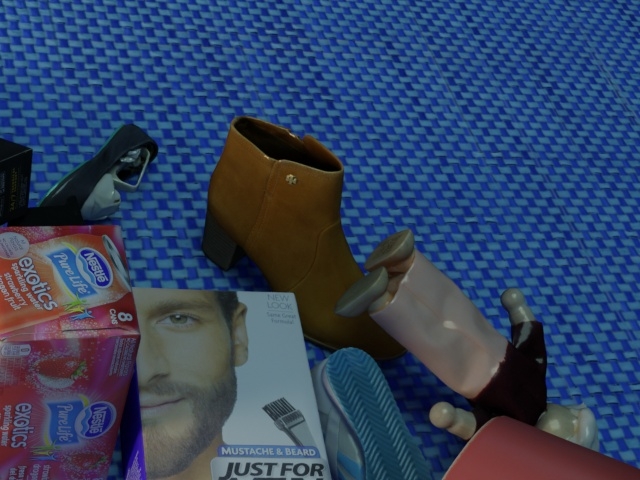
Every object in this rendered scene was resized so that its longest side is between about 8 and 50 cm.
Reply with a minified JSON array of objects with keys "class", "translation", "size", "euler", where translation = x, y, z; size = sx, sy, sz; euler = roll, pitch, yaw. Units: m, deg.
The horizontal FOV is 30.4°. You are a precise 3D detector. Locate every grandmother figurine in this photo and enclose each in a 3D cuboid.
[{"class":"grandmother figurine","translation":[0.180,0.138,1.288],"size":[0.342,0.104,0.208],"euler":[45,64,-11]}]

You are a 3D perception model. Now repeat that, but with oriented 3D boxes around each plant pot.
[{"class":"plant pot","translation":[0.225,0.307,1.109],"size":[0.243,0.275,0.275],"euler":[31,44,22]}]

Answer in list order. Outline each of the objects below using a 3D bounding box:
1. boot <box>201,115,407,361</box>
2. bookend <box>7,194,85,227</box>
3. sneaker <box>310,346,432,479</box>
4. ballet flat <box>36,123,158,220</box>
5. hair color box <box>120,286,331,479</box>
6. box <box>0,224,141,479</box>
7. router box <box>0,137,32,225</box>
[{"class":"boot","translation":[0.000,-0.001,1.325],"size":[0.295,0.211,0.104],"euler":[31,45,7]},{"class":"bookend","translation":[-0.324,0.036,1.257],"size":[0.157,0.072,0.156],"euler":[-6,50,-26]},{"class":"sneaker","translation":[0.047,0.230,1.223],"size":[0.087,0.092,0.229],"euler":[-9,72,-31]},{"class":"ballet flat","translation":[-0.255,-0.071,1.391],"size":[0.074,0.074,0.203],"euler":[29,42,6]},{"class":"hair color box","translation":[-0.097,0.208,1.166],"size":[0.185,0.110,0.339],"euler":[3,46,-18]},{"class":"box","translation":[-0.248,0.115,1.082],"size":[0.122,0.257,0.128],"euler":[-1,49,-20]},{"class":"router box","translation":[-0.490,-0.073,1.190],"size":[0.309,0.081,0.243],"euler":[19,25,18]}]
